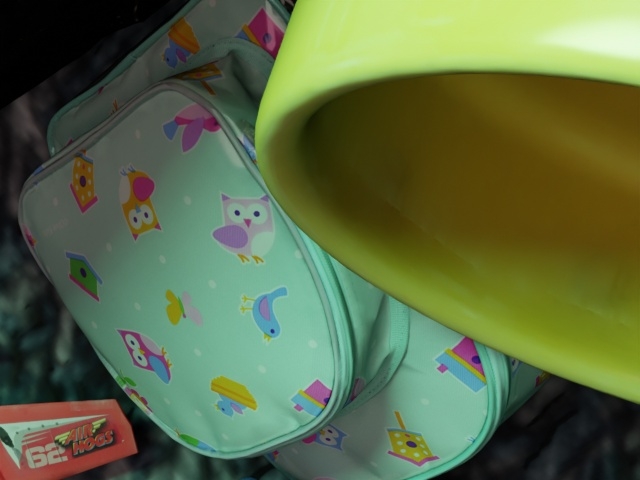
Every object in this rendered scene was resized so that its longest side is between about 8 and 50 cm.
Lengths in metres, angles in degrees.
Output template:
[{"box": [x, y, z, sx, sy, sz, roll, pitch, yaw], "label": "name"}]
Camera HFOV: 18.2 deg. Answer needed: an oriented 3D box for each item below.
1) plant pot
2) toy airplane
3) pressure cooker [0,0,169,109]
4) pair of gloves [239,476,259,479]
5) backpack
[{"box": [0.135, -0.092, 0.546, 0.254, 0.254, 0.239, 13, 73, 15], "label": "plant pot"}, {"box": [-0.130, 0.110, 0.838, 0.151, 0.028, 0.151, 5, 105, 19], "label": "toy airplane"}, {"box": [-0.172, -0.266, 0.589, 0.370, 0.375, 0.420, -40, 88, 7], "label": "pressure cooker"}, {"box": [0.016, 0.168, 0.766, 0.159, 0.023, 0.198, 4, 131, 23], "label": "pair of gloves"}, {"box": [0.000, 0.000, 0.701, 0.188, 0.144, 0.166, 50, 139, -8], "label": "backpack"}]
